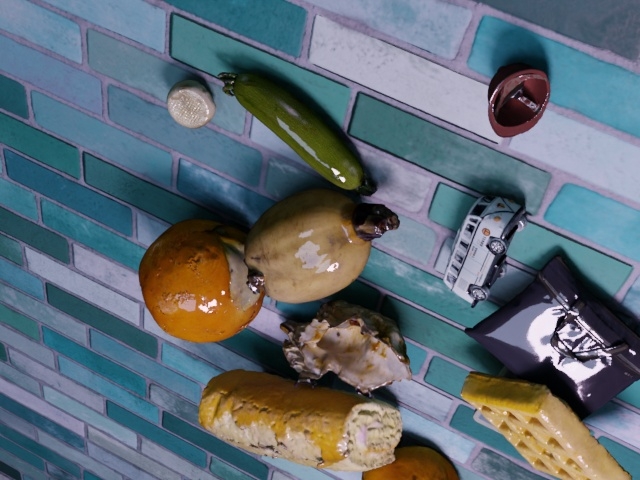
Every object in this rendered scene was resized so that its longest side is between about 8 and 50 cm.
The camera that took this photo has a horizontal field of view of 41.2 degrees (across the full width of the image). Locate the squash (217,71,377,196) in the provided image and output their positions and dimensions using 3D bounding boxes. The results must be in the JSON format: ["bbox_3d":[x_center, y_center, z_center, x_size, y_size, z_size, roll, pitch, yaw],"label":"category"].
[{"bbox_3d":[-0.030,-0.177,1.359,0.318,0.080,0.071,39,101,-6],"label":"squash"}]

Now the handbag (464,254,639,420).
[{"bbox_3d":[0.395,0.166,1.371,0.254,0.089,0.211,41,120,-3],"label":"handbag"}]

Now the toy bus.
[{"bbox_3d":[0.255,0.011,1.339,0.089,0.087,0.194,32,141,18],"label":"toy bus"}]

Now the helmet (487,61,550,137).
[{"bbox_3d":[0.258,-0.201,1.156,0.089,0.057,0.111,-14,138,-10],"label":"helmet"}]

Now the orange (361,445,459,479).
[{"bbox_3d":[0.189,0.545,1.806,0.248,0.183,0.249,-6,113,-14],"label":"orange"}]

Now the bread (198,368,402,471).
[{"bbox_3d":[-0.044,0.368,1.734,0.375,0.165,0.236,6,174,33],"label":"bread"}]

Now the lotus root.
[{"bbox_3d":[0.000,0.000,1.431,0.310,0.183,0.183,-26,111,42],"label":"lotus root"}]

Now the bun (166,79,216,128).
[{"bbox_3d":[-0.217,-0.234,1.438,0.086,0.055,0.086,7,129,9],"label":"bun"}]

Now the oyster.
[{"bbox_3d":[0.036,0.206,1.621,0.337,0.133,0.198,-18,107,49],"label":"oyster"}]

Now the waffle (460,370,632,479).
[{"bbox_3d":[0.378,0.327,1.443,0.248,0.055,0.221,46,163,-16],"label":"waffle"}]

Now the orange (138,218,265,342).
[{"bbox_3d":[-0.216,0.074,1.591,0.240,0.240,0.240,18,136,18],"label":"orange"}]

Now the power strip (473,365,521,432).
[{"bbox_3d":[0.372,0.274,1.536,0.118,0.046,0.270,28,137,8],"label":"power strip"}]
